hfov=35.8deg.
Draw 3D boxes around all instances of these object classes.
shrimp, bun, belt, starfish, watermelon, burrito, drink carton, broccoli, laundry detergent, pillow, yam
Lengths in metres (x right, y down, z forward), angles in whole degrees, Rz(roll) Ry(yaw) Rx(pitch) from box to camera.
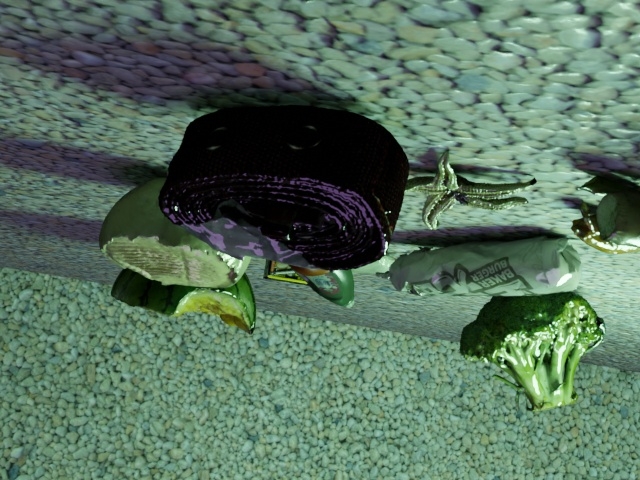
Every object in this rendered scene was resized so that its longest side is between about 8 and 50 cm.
[{"bbox_3d":[0.442,-0.022,1.431,0.187,0.051,0.132,8,153,-33],"label":"shrimp"},{"bbox_3d":[-0.232,-0.021,1.643,0.259,0.152,0.259,10,158,4],"label":"bun"},{"bbox_3d":[-0.041,-0.073,1.186,0.289,0.164,0.184,6,143,18],"label":"belt"},{"bbox_3d":[0.176,-0.069,1.336,0.224,0.050,0.217,-4,163,4],"label":"starfish"},{"bbox_3d":[-0.291,0.089,2.231,0.331,0.189,0.331,21,178,1],"label":"watermelon"},{"bbox_3d":[0.279,0.052,1.793,0.139,0.101,0.445,10,169,-42],"label":"burrito"},{"bbox_3d":[-0.038,0.062,2.185,0.166,0.071,0.056,9,173,-14],"label":"drink carton"},{"bbox_3d":[0.458,0.233,2.174,0.321,0.283,0.304,-7,167,-27],"label":"broccoli"},{"bbox_3d":[0.007,0.069,2.008,0.137,0.063,0.211,5,148,34],"label":"laundry detergent"},{"bbox_3d":[0.048,0.042,2.059,0.229,0.050,0.128,0,166,34],"label":"pillow"},{"bbox_3d":[0.529,-0.009,1.286,0.372,0.083,0.083,10,170,-17],"label":"yam"}]

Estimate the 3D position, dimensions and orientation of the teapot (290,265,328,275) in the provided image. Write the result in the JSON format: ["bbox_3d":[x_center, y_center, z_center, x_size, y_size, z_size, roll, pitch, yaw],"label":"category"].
[{"bbox_3d":[0.000,0.000,1.747,0.116,0.116,0.173,-1,-167,43],"label":"teapot"}]

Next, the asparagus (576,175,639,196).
[{"bbox_3d":[0.420,-0.051,1.302,0.236,0.027,0.034,15,166,-35],"label":"asparagus"}]
